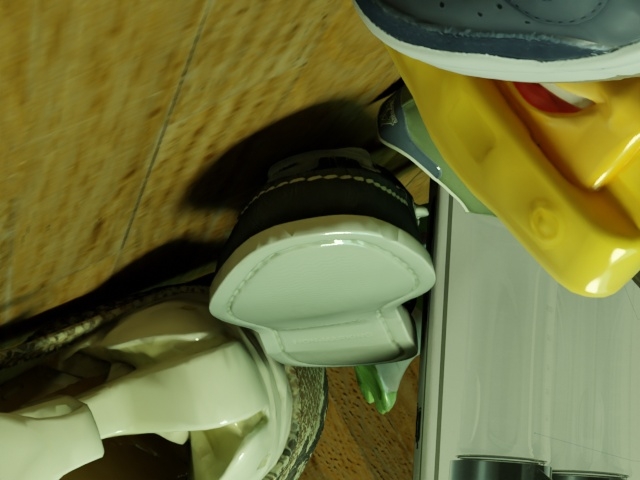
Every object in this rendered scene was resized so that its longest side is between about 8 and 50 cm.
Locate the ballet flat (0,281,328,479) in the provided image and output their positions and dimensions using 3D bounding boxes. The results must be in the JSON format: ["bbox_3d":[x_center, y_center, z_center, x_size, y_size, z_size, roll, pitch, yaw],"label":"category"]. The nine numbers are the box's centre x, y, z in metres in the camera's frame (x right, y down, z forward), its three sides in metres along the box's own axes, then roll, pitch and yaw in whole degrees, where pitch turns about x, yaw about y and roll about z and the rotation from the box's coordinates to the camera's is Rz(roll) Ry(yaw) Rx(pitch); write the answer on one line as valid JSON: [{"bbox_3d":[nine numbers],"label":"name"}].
[{"bbox_3d":[-0.144,0.119,1.021,0.482,0.164,0.182,-19,169,-38],"label":"ballet flat"}]

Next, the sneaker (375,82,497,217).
[{"bbox_3d":[0.109,-0.038,0.953,0.192,0.064,0.086,28,151,-36],"label":"sneaker"}]

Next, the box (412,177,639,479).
[{"bbox_3d":[0.137,0.076,1.065,0.169,0.290,0.087,3,172,-2],"label":"box"}]

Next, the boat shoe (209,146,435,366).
[{"bbox_3d":[0.000,0.000,0.978,0.114,0.091,0.302,-4,167,-2],"label":"boat shoe"}]

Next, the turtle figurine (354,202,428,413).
[{"bbox_3d":[0.130,0.025,1.263,0.266,0.198,0.275,-22,170,-12],"label":"turtle figurine"}]

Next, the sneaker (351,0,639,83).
[{"bbox_3d":[0.083,-0.106,0.384,0.282,0.099,0.153,-13,167,39],"label":"sneaker"}]

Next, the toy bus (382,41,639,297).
[{"bbox_3d":[0.155,-0.103,0.580,0.220,0.149,0.211,-21,158,-33],"label":"toy bus"}]
